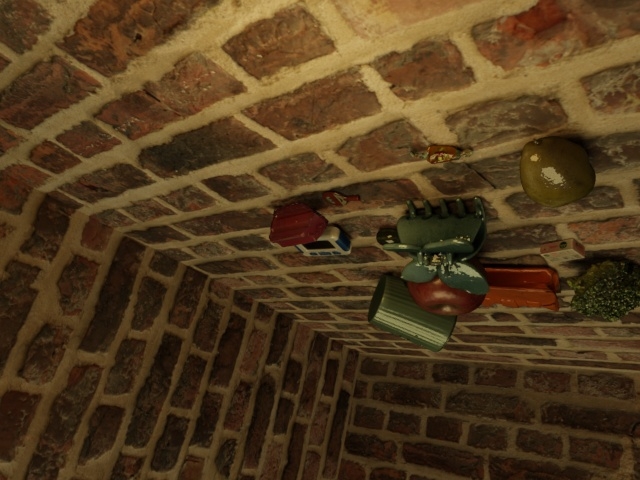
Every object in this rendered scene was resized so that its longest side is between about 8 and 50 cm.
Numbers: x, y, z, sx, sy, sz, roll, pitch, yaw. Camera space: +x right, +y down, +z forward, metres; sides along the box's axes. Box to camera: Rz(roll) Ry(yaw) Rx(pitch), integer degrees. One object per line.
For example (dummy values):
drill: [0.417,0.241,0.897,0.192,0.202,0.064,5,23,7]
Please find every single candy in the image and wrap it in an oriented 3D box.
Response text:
candy: [0.349,-0.250,1.422,0.182,0.046,0.053,2,156,20]

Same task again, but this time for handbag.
handbag: [0.822,0.211,2.141,0.410,0.116,0.303,0,157,31]

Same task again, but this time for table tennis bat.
table tennis bat: [0.078,-0.158,1.828,0.155,0.019,0.098,2,154,32]

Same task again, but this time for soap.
soap: [-0.089,-0.064,1.944,0.250,0.162,0.099,-9,148,44]

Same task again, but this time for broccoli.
broccoli: [1.076,0.170,1.852,0.288,0.247,0.245,10,-165,-17]

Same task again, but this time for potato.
potato: [0.616,-0.184,1.290,0.174,0.159,0.251,-28,129,25]

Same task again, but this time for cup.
cup: [0.455,0.369,2.474,0.392,0.310,0.401,20,155,-2]

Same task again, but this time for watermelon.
watermelon: [0.278,-0.013,1.969,0.111,0.078,0.078,-1,153,30]

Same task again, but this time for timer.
timer: [0.000,0.000,2.154,0.253,0.078,0.178,-2,150,31]

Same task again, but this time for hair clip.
hair clip: [0.415,-0.002,1.702,0.318,0.238,0.392,0,151,31]

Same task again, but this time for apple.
apple: [0.512,0.151,1.965,0.345,0.269,0.345,8,157,3]

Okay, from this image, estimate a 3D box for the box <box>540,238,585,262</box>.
box: [0.888,0.040,1.788,0.089,0.043,0.125,27,154,-30]
